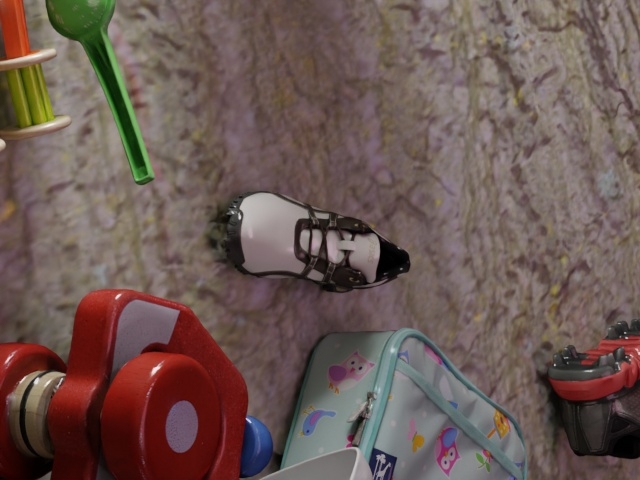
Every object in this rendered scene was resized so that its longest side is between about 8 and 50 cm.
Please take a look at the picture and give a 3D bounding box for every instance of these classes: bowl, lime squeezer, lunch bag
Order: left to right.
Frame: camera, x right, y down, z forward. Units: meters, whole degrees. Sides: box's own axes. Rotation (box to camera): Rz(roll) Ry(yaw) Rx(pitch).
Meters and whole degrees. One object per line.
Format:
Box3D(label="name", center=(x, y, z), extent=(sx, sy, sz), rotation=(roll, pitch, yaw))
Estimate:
Box3D(label="lime squeezer", center=(-0.187, -0.190, 1.374), extent=(0.310, 0.059, 0.110), rotation=(60, 3, -19))
Box3D(label="bowl", center=(-0.020, 0.239, 1.554), extent=(0.053, 0.142, 0.142), rotation=(52, 37, -18))
Box3D(label="lunch bag", center=(0.081, 0.210, 1.739), extent=(0.279, 0.108, 0.224), rotation=(45, 54, -44))

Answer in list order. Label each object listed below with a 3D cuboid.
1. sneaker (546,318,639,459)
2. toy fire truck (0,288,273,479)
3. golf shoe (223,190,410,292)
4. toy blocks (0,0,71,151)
Box3D(label="sneaker", center=(0.343, 0.164, 2.118), extent=(0.276, 0.098, 0.135), rotation=(-18, 104, -51))
Box3D(label="toy fire truck", center=(-0.129, 0.196, 1.401), extent=(0.254, 0.169, 0.302), rotation=(22, 72, -57))
Box3D(label="golf shoe", center=(0.000, 0.000, 1.645), extent=(0.198, 0.094, 0.077), rotation=(11, 81, -52))
Box3D(label="toy blocks", center=(-0.237, -0.138, 1.347), extent=(0.123, 0.054, 0.148), rotation=(-28, 112, -50))
